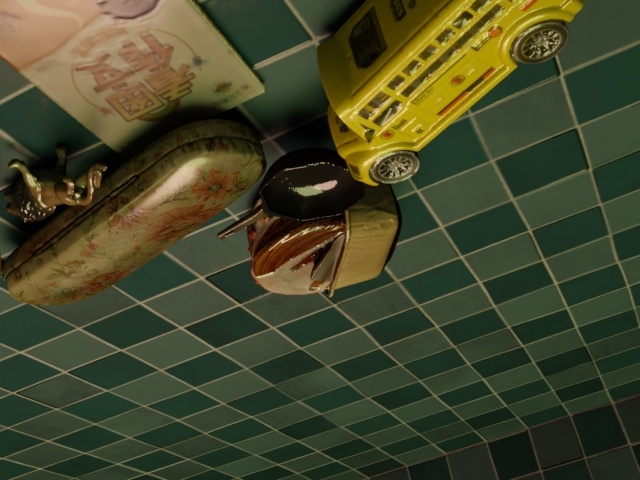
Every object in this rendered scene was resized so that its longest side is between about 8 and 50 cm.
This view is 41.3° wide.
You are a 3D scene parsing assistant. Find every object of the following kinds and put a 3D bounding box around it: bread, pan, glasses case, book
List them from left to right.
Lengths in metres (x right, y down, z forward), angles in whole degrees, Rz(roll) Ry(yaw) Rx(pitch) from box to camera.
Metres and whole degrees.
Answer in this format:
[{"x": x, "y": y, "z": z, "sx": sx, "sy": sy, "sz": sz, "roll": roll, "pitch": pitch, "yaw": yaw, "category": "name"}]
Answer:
[{"x": -0.217, "y": -0.206, "z": 0.924, "sx": 0.207, "sy": 0.020, "sz": 0.295, "roll": -23, "pitch": 148, "yaw": 15, "category": "book"}, {"x": -0.251, "y": -0.027, "z": 1.115, "sx": 0.425, "sy": 0.098, "sz": 0.156, "roll": -31, "pitch": 160, "yaw": 29, "category": "glasses case"}, {"x": -0.048, "y": -0.069, "z": 1.073, "sx": 0.201, "sy": 0.048, "sz": 0.128, "roll": -10, "pitch": 148, "yaw": 4, "category": "pan"}, {"x": 0.000, "y": 0.000, "z": 1.217, "sx": 0.211, "sy": 0.142, "sz": 0.224, "roll": -8, "pitch": 150, "yaw": -13, "category": "bread"}]

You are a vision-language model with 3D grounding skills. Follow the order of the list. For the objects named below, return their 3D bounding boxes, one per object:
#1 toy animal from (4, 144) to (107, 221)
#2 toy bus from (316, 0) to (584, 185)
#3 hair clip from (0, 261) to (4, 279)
[{"x": -0.319, "y": -0.076, "z": 1.029, "sx": 0.219, "sy": 0.086, "sz": 0.069, "roll": -10, "pitch": -158, "yaw": 46, "category": "toy animal"}, {"x": 0.109, "y": -0.204, "z": 0.921, "sx": 0.152, "sy": 0.144, "sz": 0.330, "roll": 15, "pitch": 139, "yaw": -38, "category": "toy bus"}, {"x": -0.493, "y": 0.042, "z": 1.211, "sx": 0.229, "sy": 0.039, "sz": 0.070, "roll": 19, "pitch": 136, "yaw": -42, "category": "hair clip"}]
